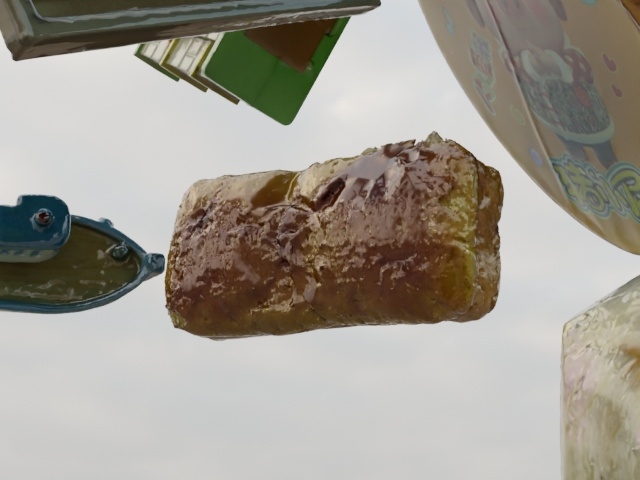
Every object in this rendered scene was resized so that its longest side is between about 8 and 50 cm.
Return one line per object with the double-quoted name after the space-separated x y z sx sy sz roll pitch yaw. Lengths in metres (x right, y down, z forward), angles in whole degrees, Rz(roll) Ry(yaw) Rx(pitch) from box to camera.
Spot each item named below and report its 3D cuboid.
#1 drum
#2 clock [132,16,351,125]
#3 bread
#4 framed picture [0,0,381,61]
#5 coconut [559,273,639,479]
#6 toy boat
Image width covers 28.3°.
0.272 -0.203 1.115 0.214 0.431 0.431 -35 -21 -11 "drum"
-0.077 -0.251 1.253 0.106 0.219 0.255 30 -2 -34 "clock"
0.001 0.000 0.914 0.271 0.139 0.077 -5 -15 37 "bread"
-0.161 -0.339 0.897 0.326 0.446 0.028 -15 -14 -45 "framed picture"
0.222 0.092 0.617 0.241 0.241 0.241 -5 -24 -2 "coconut"
-0.235 0.013 1.039 0.215 0.088 0.102 5 -18 -18 "toy boat"
